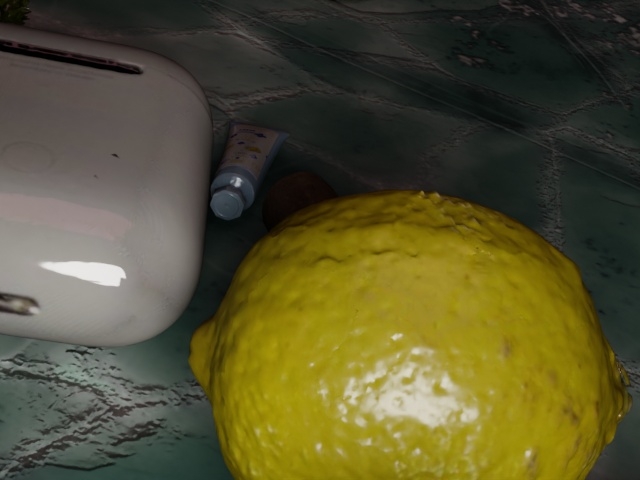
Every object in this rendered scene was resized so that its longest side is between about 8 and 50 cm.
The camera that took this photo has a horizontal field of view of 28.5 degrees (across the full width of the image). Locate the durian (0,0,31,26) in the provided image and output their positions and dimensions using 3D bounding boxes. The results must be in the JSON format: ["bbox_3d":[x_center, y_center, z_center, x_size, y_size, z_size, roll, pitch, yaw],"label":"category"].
[{"bbox_3d":[-0.371,-0.291,1.318,0.137,0.095,0.220,-15,77,-28],"label":"durian"}]

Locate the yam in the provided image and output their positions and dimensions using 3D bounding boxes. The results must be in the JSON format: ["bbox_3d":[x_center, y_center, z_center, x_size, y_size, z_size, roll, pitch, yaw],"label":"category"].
[{"bbox_3d":[-0.003,0.001,1.113,0.084,0.084,0.127,-4,37,-26],"label":"yam"}]

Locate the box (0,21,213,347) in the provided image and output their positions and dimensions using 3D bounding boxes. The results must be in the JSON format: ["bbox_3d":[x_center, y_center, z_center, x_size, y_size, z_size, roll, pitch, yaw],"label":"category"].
[{"bbox_3d":[-0.236,-0.057,1.048,0.289,0.141,0.349,8,35,-8],"label":"box"}]

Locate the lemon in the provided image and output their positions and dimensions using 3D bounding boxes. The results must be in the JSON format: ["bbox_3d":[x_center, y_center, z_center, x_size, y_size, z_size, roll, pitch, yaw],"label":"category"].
[{"bbox_3d":[0.065,0.094,0.854,0.310,0.253,0.253,10,35,-5],"label":"lemon"}]

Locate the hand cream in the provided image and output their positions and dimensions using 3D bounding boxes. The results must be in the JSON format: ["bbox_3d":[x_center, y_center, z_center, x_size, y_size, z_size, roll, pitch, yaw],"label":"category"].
[{"bbox_3d":[-0.074,-0.074,1.221,0.065,0.043,0.170,12,32,2],"label":"hand cream"}]
